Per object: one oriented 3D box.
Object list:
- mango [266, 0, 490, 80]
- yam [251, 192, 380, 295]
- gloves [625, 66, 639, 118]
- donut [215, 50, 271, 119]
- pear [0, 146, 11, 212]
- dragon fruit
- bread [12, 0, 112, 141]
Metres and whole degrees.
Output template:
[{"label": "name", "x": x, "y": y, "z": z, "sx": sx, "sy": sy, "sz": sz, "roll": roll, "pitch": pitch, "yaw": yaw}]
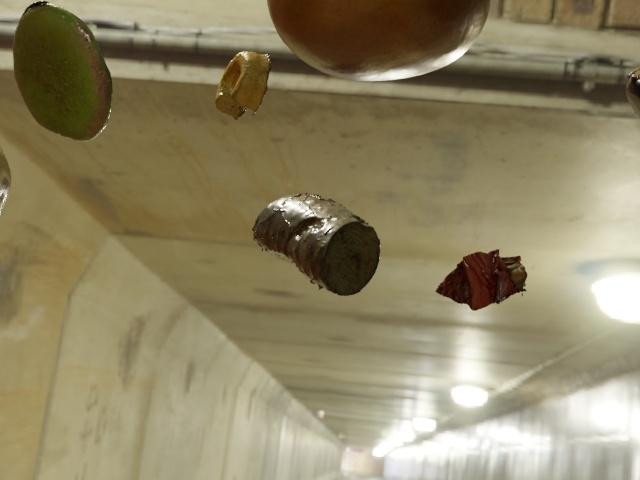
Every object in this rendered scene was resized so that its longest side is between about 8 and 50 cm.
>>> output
[{"label": "mango", "x": 0.090, "y": -0.321, "z": 1.282, "sx": 0.378, "sy": 0.264, "sz": 0.221, "roll": 7, "pitch": -112, "yaw": -60}, {"label": "yam", "x": 0.000, "y": 0.000, "z": 1.676, "sx": 0.254, "sy": 0.154, "sz": 0.153, "roll": 25, "pitch": 115, "yaw": 58}, {"label": "gloves", "x": 0.551, "y": -0.230, "z": 1.171, "sx": 0.203, "sy": 0.357, "sz": 0.155, "roll": -121, "pitch": 10, "yaw": -50}, {"label": "donut", "x": -0.166, "y": -0.342, "z": 2.079, "sx": 0.181, "sy": 0.078, "sz": 0.146, "roll": 3, "pitch": 76, "yaw": 69}, {"label": "pear", "x": -0.406, "y": -0.044, "z": 0.912, "sx": 0.209, "sy": 0.209, "sz": 0.208, "roll": 5, "pitch": -90, "yaw": -82}, {"label": "dragon fruit", "x": 0.312, "y": 0.086, "z": 1.765, "sx": 0.192, "sy": 0.092, "sz": 0.122, "roll": -5, "pitch": -34, "yaw": -47}, {"label": "bread", "x": -0.544, "y": -0.347, "z": 2.000, "sx": 0.045, "sy": 0.301, "sz": 0.301, "roll": -32, "pitch": -48, "yaw": -48}]
